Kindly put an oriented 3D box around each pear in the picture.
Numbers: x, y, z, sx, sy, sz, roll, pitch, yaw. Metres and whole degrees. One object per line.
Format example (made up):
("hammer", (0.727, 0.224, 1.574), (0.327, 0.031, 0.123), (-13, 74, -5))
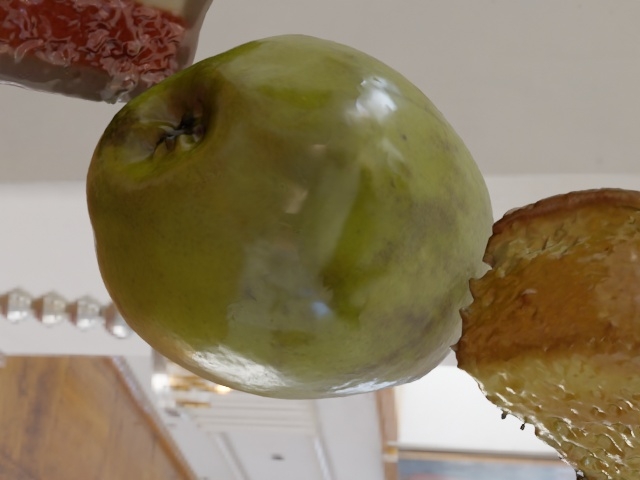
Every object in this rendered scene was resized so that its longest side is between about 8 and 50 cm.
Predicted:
("pear", (0.000, 0.000, 0.845), (0.375, 0.287, 0.287), (36, 43, -29))

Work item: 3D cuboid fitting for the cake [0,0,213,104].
("cake", (-0.261, -0.274, 0.948), (0.230, 0.309, 0.237), (43, -60, 47))

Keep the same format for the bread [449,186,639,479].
("bread", (0.190, 0.072, 0.542), (0.139, 0.229, 0.143), (-32, -159, 56))
